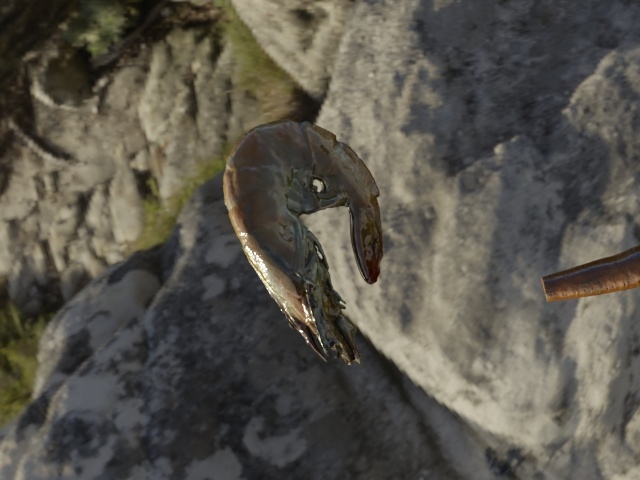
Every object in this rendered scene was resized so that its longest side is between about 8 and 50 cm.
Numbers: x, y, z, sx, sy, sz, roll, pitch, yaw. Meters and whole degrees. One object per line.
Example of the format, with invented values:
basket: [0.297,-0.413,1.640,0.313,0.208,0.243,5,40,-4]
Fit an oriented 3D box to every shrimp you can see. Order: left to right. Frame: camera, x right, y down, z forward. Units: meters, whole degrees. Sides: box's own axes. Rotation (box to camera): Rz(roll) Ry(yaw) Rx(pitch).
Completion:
shrimp: [-0.001,0.000,1.077,0.133,0.053,0.236,-24,91,-7]

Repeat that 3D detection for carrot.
carrot: [0.214,0.026,0.896,0.093,0.032,0.032,-16,93,11]
